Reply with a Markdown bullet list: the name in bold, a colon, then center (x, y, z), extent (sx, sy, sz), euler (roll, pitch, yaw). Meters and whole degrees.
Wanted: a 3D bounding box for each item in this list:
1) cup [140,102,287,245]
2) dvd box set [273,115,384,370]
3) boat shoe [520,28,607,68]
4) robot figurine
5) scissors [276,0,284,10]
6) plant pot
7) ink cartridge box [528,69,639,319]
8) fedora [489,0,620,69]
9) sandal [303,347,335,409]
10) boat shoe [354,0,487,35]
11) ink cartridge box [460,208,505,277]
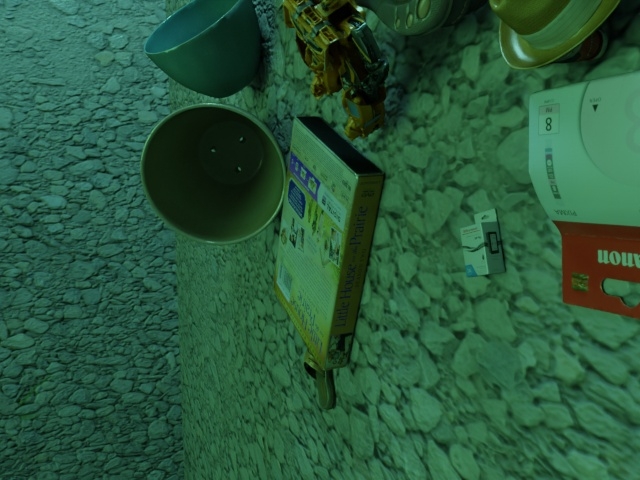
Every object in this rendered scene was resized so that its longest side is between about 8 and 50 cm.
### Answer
- **cup**: center (-0.232, -0.184, 1.543), extent (0.237, 0.331, 0.330), euler (-80, -4, -68)
- **dvd box set**: center (0.000, 0.000, 1.283), extent (0.307, 0.062, 0.420), euler (-129, 41, -53)
- **boat shoe**: center (0.243, -0.211, 0.694), extent (0.137, 0.043, 0.049), euler (-147, 54, -64)
- **robot figurine**: center (0.025, -0.272, 0.958), extent (0.211, 0.085, 0.291), euler (53, 178, 21)
- **scissors**: center (-0.046, -0.541, 1.345), extent (0.297, 0.021, 0.108), euler (136, 126, -61)
- **plant pot**: center (-0.263, -0.474, 1.607), extent (0.195, 0.290, 0.290), euler (57, 177, -36)
- **ink cartridge box**: center (0.283, -0.039, 0.618), extent (0.189, 0.066, 0.232), euler (-170, 81, -66)
- **fedora**: center (0.220, -0.269, 0.631), extent (0.194, 0.079, 0.194), euler (-45, 36, 47)
- **sandal**: center (-0.010, 0.272, 1.368), extent (0.072, 0.049, 0.180), euler (144, 119, -64)
- **boat shoe**: center (0.101, -0.384, 0.891), extent (0.355, 0.130, 0.132), euler (58, 148, 38)
- **ink cartridge box**: center (0.208, 0.004, 0.832), extent (0.048, 0.028, 0.083), euler (158, 107, -66)
